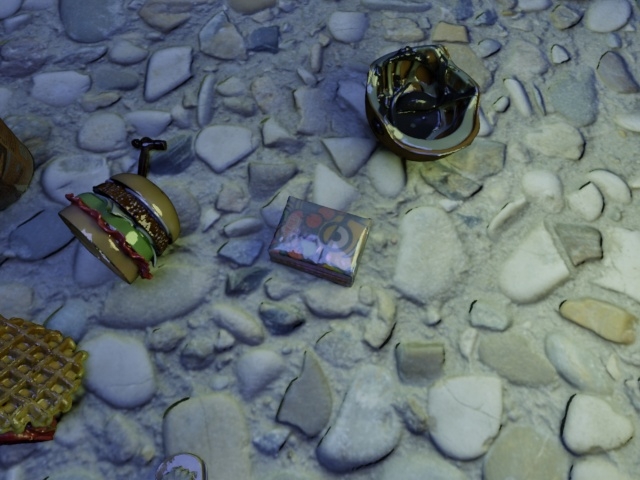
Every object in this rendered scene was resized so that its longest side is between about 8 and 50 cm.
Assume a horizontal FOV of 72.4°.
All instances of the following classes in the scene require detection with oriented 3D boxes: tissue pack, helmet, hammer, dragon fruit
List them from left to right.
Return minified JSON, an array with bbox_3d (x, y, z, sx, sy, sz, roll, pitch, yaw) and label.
[{"bbox_3d":[-0.464,0.233,0.612,0.162,0.083,0.106,-4,63,1],"label":"dragon fruit"},{"bbox_3d":[-0.319,-0.110,0.789,0.065,0.021,0.178,-1,67,-2],"label":"hammer"},{"bbox_3d":[0.000,0.000,0.725,0.148,0.060,0.108,18,67,6],"label":"tissue pack"},{"bbox_3d":[0.173,-0.232,0.789,0.198,0.130,0.224,-22,79,-7],"label":"helmet"}]

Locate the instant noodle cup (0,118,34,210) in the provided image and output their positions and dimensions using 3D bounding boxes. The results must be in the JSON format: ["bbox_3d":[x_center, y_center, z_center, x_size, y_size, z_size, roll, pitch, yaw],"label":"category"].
[{"bbox_3d":[-0.609,-0.155,0.704,0.218,0.207,0.217,0,68,0],"label":"instant noodle cup"}]

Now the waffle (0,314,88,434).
[{"bbox_3d":[-0.427,0.180,0.602,0.191,0.038,0.191,23,35,-18],"label":"waffle"}]

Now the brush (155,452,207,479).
[{"bbox_3d":[-0.173,0.441,0.535,0.070,0.065,0.327,-6,68,-6],"label":"brush"}]

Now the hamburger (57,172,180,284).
[{"bbox_3d":[-0.300,-0.030,0.681,0.175,0.175,0.137,35,64,13],"label":"hamburger"}]
